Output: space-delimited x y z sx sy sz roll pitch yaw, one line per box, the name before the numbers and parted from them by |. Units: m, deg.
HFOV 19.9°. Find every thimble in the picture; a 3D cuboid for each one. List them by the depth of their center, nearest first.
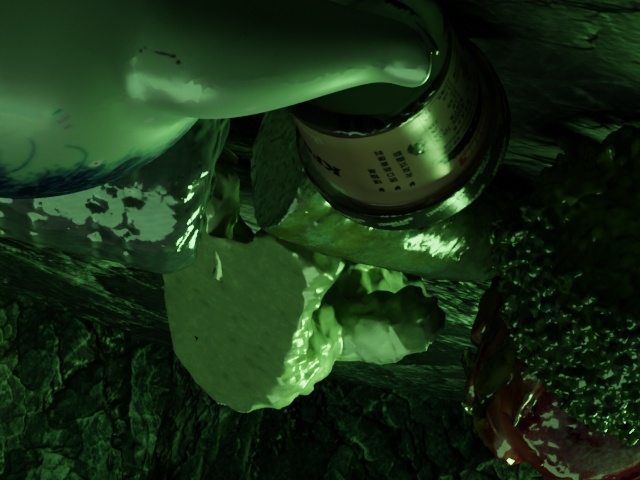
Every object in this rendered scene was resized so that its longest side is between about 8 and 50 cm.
thimble | -0.137 -0.105 1.178 0.172 0.236 0.205 15 177 -4

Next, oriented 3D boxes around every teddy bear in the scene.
teddy bear | 0.000 0.000 1.916 0.327 0.362 0.375 32 140 21

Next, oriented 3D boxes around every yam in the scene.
yam | 0.065 -0.036 1.657 0.330 0.133 0.133 17 171 -41

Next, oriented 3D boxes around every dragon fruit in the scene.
dragon fruit | 0.277 0.111 1.829 0.269 0.250 0.291 30 -159 -8

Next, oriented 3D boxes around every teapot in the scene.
teapot | -0.135 -0.158 0.940 0.424 0.252 0.280 30 -143 29

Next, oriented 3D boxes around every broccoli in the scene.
broccoli | 0.250 0.033 1.445 0.235 0.260 0.288 5 -137 -46

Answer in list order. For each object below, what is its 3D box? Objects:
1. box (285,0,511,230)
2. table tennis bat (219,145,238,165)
box | 0.044 -0.100 1.235 0.151 0.151 0.135 10 162 21
table tennis bat | -0.162 -0.110 1.851 0.131 0.022 0.234 12 173 18
